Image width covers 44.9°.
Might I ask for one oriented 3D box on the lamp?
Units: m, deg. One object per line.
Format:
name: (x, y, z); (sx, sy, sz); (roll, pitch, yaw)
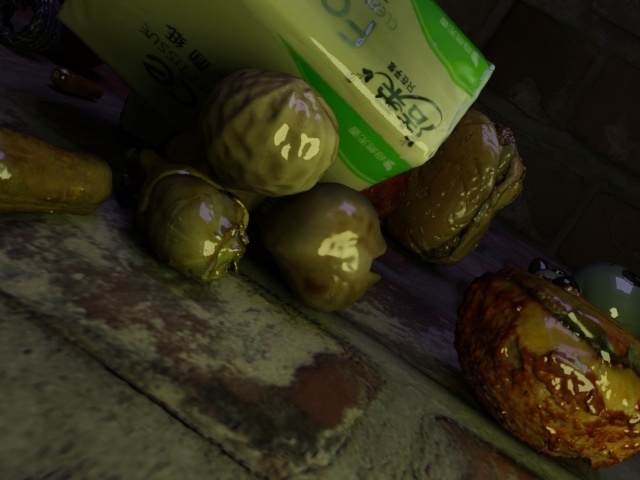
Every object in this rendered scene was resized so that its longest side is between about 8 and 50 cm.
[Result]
lamp: (0.524, 0.121, 1.500); (0.243, 0.198, 0.198); (19, 14, -12)

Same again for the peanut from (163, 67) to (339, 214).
peanut: (-0.086, -0.095, 0.805); (0.120, 0.136, 0.298); (-2, -9, -30)

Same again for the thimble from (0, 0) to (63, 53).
thimble: (-0.440, -0.327, 1.147); (0.104, 0.095, 0.066); (-3, -4, 10)

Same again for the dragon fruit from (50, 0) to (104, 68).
dragon fruit: (-0.376, -0.371, 1.254); (0.172, 0.209, 0.172); (11, 58, -18)

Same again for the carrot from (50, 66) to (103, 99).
carrot: (-0.341, -0.218, 1.086); (0.032, 0.032, 0.093); (36, 7, 20)

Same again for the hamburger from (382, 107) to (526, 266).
hamburger: (0.232, -0.104, 1.418); (0.144, 0.283, 0.259); (34, 5, -27)

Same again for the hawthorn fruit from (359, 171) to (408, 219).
hawthorn fruit: (0.063, -0.106, 1.336); (0.173, 0.179, 0.173); (36, -27, 22)

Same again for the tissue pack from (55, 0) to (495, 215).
tissue pack: (-0.065, -0.235, 0.906); (0.405, 0.205, 0.331); (44, -30, -16)

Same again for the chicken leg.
chicken leg: (-0.131, -0.029, 0.731); (0.103, 0.088, 0.227); (11, 15, -32)

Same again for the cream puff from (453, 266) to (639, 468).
cream puff: (0.243, 0.131, 0.794); (0.240, 0.164, 0.240); (40, -1, 1)

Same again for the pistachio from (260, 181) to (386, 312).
pistachio: (0.000, 0.000, 0.810); (0.131, 0.130, 0.206); (19, 8, -11)

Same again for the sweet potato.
sweet potato: (-0.228, -0.056, 0.637); (0.081, 0.062, 0.233); (33, 9, 15)

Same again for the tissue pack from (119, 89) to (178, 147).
tissue pack: (-0.217, -0.196, 1.121); (0.090, 0.103, 0.170); (36, 12, -3)
